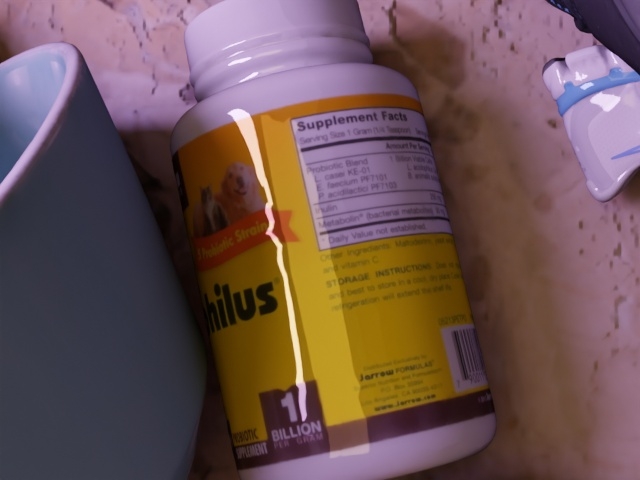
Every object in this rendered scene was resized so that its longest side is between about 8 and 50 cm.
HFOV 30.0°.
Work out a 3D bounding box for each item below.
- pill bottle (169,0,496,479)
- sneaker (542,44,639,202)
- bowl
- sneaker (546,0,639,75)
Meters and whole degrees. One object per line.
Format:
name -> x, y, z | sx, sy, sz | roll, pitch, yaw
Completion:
pill bottle -> 0.000, 0.000, 0.537 | 0.117, 0.117, 0.215 | -15, 81, 15
sneaker -> 0.199, -0.061, 0.517 | 0.190, 0.071, 0.083 | -13, 88, 23
bowl -> -0.171, 0.076, 0.516 | 0.311, 0.311, 0.163 | -35, 116, 11
sneaker -> 0.140, -0.124, 0.447 | 0.125, 0.140, 0.341 | -24, 54, 2
